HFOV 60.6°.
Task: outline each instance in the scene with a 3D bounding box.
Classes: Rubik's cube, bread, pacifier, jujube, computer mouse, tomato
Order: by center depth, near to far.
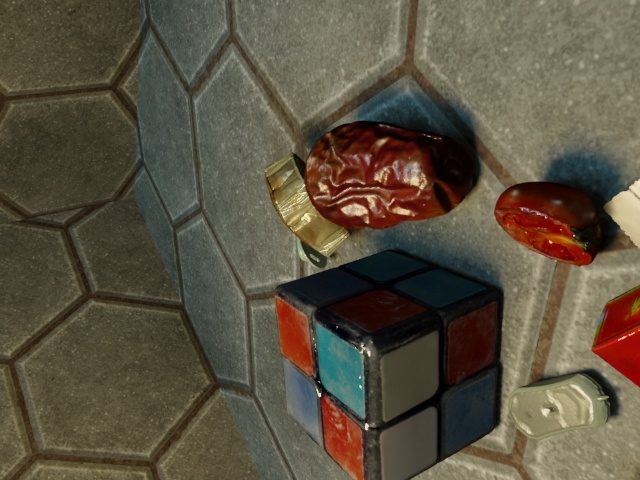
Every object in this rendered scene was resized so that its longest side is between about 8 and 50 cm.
[{"bbox_3d":[0.330,-0.039,0.778,0.139,0.159,0.091,17,76,57],"label":"tomato"},{"bbox_3d":[0.389,0.263,0.882,0.181,0.056,0.089,-39,71,49],"label":"computer mouse"},{"bbox_3d":[0.119,-0.119,1.033,0.342,0.216,0.216,1,105,47],"label":"jujube"},{"bbox_3d":[0.124,0.226,1.055,0.318,0.316,0.313,23,123,52],"label":"Rubik's cube"},{"bbox_3d":[-0.033,-0.082,1.265,0.210,0.110,0.192,43,-162,-45],"label":"bread"},{"bbox_3d":[0.000,0.000,1.392,0.116,0.127,0.150,-30,43,23],"label":"pacifier"}]

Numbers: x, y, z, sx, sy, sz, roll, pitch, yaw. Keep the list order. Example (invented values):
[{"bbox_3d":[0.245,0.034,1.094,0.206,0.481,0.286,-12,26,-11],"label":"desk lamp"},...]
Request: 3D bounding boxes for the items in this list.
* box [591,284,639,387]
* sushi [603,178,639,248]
[{"bbox_3d":[0.465,0.144,0.529,0.313,0.089,0.197,38,142,2],"label":"box"},{"bbox_3d":[0.478,-0.007,0.517,0.296,0.100,0.373,55,146,16],"label":"sushi"}]
